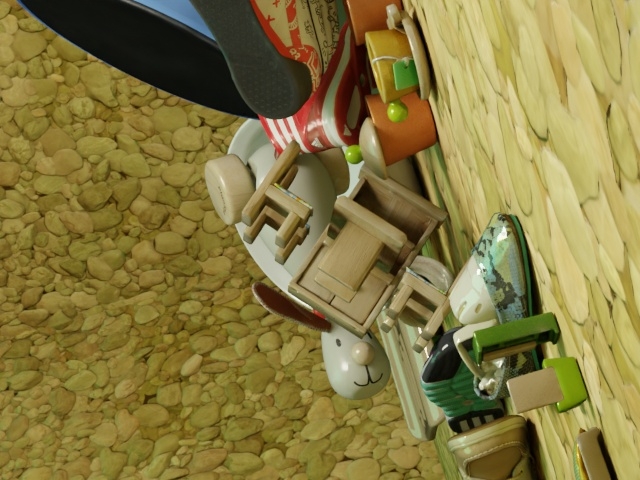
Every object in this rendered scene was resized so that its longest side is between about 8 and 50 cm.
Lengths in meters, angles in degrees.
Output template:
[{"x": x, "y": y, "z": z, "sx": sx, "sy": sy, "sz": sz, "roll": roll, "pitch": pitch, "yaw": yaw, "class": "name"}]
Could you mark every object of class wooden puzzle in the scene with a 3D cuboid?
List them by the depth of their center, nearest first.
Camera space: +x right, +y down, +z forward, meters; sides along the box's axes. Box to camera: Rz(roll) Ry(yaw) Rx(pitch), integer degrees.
[{"x": 0.154, "y": 0.149, "z": 2.209, "sx": 0.348, "sy": 0.081, "sz": 0.322, "roll": 94, "pitch": 160, "yaw": -76, "class": "wooden puzzle"}]

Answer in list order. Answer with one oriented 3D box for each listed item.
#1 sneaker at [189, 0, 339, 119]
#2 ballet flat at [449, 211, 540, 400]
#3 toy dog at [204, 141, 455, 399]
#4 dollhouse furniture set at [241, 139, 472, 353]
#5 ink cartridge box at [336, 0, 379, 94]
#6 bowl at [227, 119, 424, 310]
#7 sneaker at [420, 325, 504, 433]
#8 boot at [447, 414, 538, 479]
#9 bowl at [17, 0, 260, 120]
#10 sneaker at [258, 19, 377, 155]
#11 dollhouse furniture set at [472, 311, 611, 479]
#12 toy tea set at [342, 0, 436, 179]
[{"x": -0.065, "y": -0.264, "z": 1.346, "sx": 0.270, "sy": 0.090, "sz": 0.145, "roll": 66, "pitch": -150, "yaw": -23, "class": "sneaker"}, {"x": 0.131, "y": 0.059, "z": 1.049, "sx": 0.070, "sy": 0.070, "sz": 0.188, "roll": -106, "pitch": 0, "yaw": -49, "class": "ballet flat"}, {"x": 0.000, "y": 0.000, "z": 1.564, "sx": 0.333, "sy": 0.220, "sz": 0.161, "roll": 45, "pitch": 162, "yaw": 11, "class": "toy dog"}, {"x": 0.053, "y": -0.010, "z": 1.391, "sx": 0.212, "sy": 0.161, "sz": 0.242, "roll": 33, "pitch": 168, "yaw": 4, "class": "dollhouse furniture set"}, {"x": 0.024, "y": -0.257, "z": 1.976, "sx": 0.218, "sy": 0.092, "sz": 0.158, "roll": -163, "pitch": 57, "yaw": -88, "class": "ink cartridge box"}, {"x": 0.029, "y": -0.058, "z": 1.786, "sx": 0.134, "sy": 0.298, "sz": 0.297, "roll": -36, "pitch": -62, "yaw": -43, "class": "bowl"}, {"x": 0.141, "y": 0.122, "z": 1.441, "sx": 0.223, "sy": 0.083, "sz": 0.098, "roll": 73, "pitch": -174, "yaw": -61, "class": "sneaker"}, {"x": 0.183, "y": 0.261, "z": 1.308, "sx": 0.213, "sy": 0.077, "sz": 0.165, "roll": 61, "pitch": -167, "yaw": -67, "class": "boot"}, {"x": -0.180, "y": -0.248, "z": 1.585, "sx": 0.391, "sy": 0.391, "sz": 0.077, "roll": 74, "pitch": -142, "yaw": -79, "class": "bowl"}, {"x": -0.003, "y": -0.173, "z": 1.480, "sx": 0.087, "sy": 0.128, "sz": 0.221, "roll": 61, "pitch": -148, "yaw": -30, "class": "sneaker"}, {"x": 0.153, "y": 0.127, "z": 0.936, "sx": 0.076, "sy": 0.059, "sz": 0.151, "roll": 73, "pitch": -179, "yaw": -71, "class": "dollhouse furniture set"}, {"x": 0.019, "y": -0.215, "z": 1.317, "sx": 0.200, "sy": 0.124, "sz": 0.336, "roll": -107, "pitch": 1, "yaw": -81, "class": "toy tea set"}]
